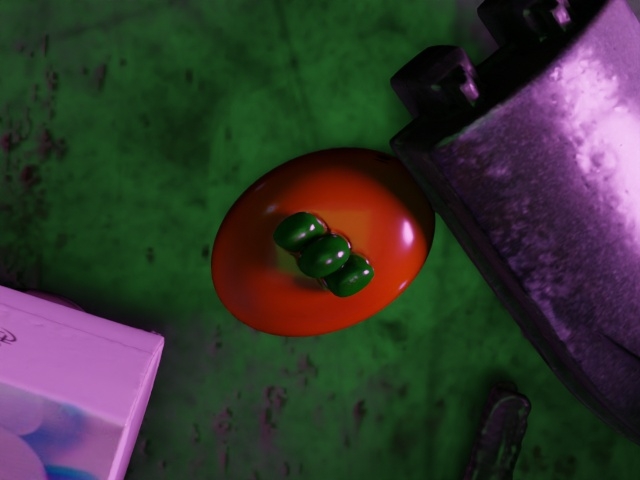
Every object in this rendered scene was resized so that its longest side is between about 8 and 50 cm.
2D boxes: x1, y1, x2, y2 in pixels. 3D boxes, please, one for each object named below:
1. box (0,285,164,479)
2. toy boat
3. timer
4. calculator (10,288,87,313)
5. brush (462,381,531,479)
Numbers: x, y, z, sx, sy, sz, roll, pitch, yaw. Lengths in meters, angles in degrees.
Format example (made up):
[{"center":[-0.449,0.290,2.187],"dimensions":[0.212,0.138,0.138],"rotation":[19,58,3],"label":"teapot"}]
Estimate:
[{"center":[-0.224,0.160,0.722],"dimensions":[0.203,0.116,0.274],"rotation":[19,107,-2],"label":"box"},{"center":[0.168,0.011,0.724],"dimensions":[0.141,0.092,0.319],"rotation":[-40,108,-9],"label":"toy boat"},{"center":[0.000,0.000,0.717],"dimensions":[0.136,0.136,0.099],"rotation":[-36,89,5],"label":"timer"},{"center":[-0.207,0.080,0.779],"dimensions":[0.166,0.024,0.103],"rotation":[-10,96,4],"label":"calculator"},{"center":[0.079,0.238,0.779],"dimensions":[0.070,0.051,0.323],"rotation":[14,100,7],"label":"brush"}]
